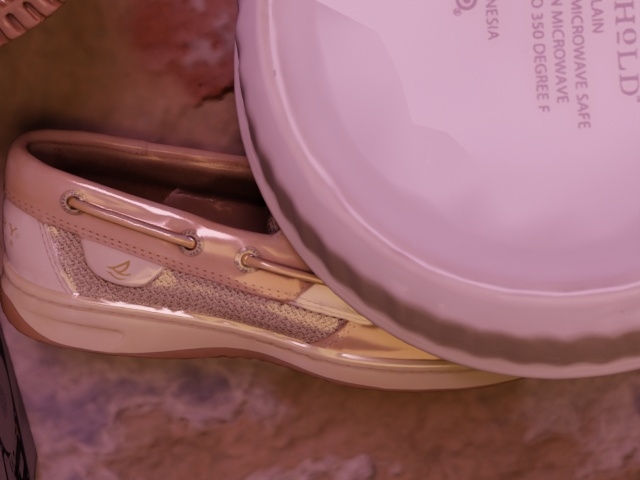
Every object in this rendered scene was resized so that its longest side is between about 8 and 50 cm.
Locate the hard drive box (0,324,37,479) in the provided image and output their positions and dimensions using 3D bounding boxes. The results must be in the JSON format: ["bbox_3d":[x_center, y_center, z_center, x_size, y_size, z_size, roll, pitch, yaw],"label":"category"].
[{"bbox_3d":[-0.200,0.069,0.596,0.089,0.181,0.232,-10,120,-3],"label":"hard drive box"}]

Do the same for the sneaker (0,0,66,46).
[{"bbox_3d":[-0.206,-0.109,0.529,0.282,0.153,0.099,-17,122,14],"label":"sneaker"}]

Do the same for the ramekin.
[{"bbox_3d":[0.089,-0.078,0.516,0.273,0.127,0.272,-1,86,9],"label":"ramekin"}]

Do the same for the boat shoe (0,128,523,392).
[{"bbox_3d":[0.000,0.000,0.633,0.302,0.109,0.098,5,119,-5],"label":"boat shoe"}]
